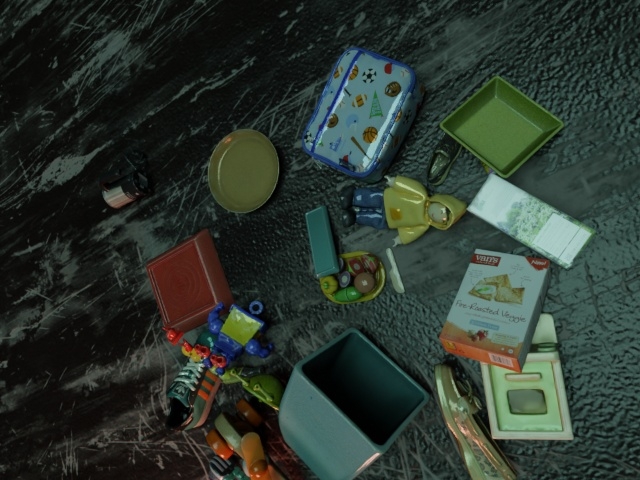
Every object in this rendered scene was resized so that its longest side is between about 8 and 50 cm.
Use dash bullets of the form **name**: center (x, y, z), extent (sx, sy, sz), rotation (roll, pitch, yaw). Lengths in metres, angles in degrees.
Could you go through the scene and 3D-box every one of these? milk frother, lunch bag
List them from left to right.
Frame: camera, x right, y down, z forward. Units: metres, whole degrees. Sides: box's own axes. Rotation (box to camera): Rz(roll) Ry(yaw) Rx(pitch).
- **milk frother**: center (-0.608, -0.196, 1.548), extent (0.135, 0.129, 0.143), rotation (-18, 38, 23)
- **lunch bag**: center (0.092, -0.301, 1.206), extent (0.243, 0.115, 0.303), rotation (32, 100, 25)

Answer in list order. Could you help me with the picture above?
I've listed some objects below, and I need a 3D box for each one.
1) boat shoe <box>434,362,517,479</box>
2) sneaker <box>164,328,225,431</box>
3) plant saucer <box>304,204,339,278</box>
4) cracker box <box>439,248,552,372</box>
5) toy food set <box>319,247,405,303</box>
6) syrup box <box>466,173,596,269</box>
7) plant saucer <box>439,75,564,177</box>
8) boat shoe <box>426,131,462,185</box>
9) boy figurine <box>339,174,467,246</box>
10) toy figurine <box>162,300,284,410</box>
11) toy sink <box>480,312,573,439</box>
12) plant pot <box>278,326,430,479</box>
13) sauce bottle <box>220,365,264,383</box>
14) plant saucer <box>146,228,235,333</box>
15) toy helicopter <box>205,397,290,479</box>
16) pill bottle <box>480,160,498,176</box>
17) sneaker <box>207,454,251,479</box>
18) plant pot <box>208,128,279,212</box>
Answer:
- **boat shoe**: center (0.331, 0.397, 1.081), extent (0.089, 0.104, 0.285), rotation (-24, 89, 18)
- **sneaker**: center (-0.352, 0.396, 1.382), extent (0.108, 0.121, 0.301), rotation (17, 95, 25)
- **plant saucer**: center (0.000, 0.000, 1.258), extent (0.067, 0.018, 0.191), rotation (-22, 61, 22)
- **cracker box**: center (0.362, 0.135, 1.010), extent (0.156, 0.067, 0.232), rotation (10, 57, 36)
- **toy food set**: center (0.085, 0.089, 1.216), extent (0.218, 0.071, 0.128), rotation (-13, 83, 24)
- **syrup box**: center (0.439, -0.040, 1.041), extent (0.237, 0.096, 0.093), rotation (35, 101, 22)
- **plant saucer**: center (0.388, -0.240, 1.071), extent (0.188, 0.045, 0.188), rotation (-41, 70, -10)
- **boat shoe**: center (0.289, -0.201, 1.142), extent (0.056, 0.049, 0.152), rotation (22, 97, 24)
- **boy figurine**: center (0.193, -0.064, 1.152), extent (0.285, 0.092, 0.177), rotation (8, 114, 27)
- **toy figurine**: center (-0.199, 0.253, 1.285), extent (0.363, 0.191, 0.217), rotation (27, 63, 16)
- **toy sink**: center (0.419, 0.276, 1.020), extent (0.153, 0.131, 0.234), rotation (-9, 84, 24)
- **plant pot**: center (0.050, 0.403, 1.139), extent (0.248, 0.247, 0.252), rotation (40, 123, 21)
- **sauce bottle**: center (-0.217, 0.370, 1.365), extent (0.128, 0.042, 0.042), rotation (-16, 81, 19)
- **plant saucer**: center (-0.400, 0.130, 1.456), extent (0.259, 0.048, 0.258), rotation (-27, 78, 21)
- **toy helicopter**: center (-0.132, 0.568, 1.234), extent (0.140, 0.235, 0.355), rotation (-44, 88, -16)
- **pill bottle**: center (0.380, -0.185, 1.102), extent (0.043, 0.043, 0.083), rotation (-29, 76, 22)
- **sneaker**: center (-0.221, 0.689, 1.349), extent (0.224, 0.083, 0.098), rotation (39, 127, 23)
- **plant pot**: center (-0.212, -0.193, 1.387), extent (0.237, 0.032, 0.236), rotation (-1, 87, 26)
